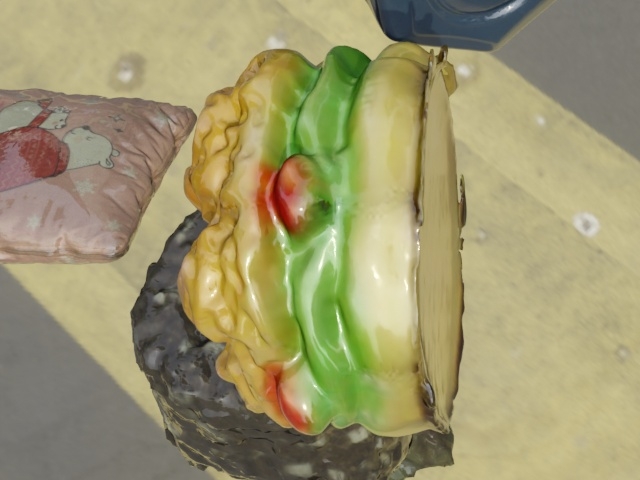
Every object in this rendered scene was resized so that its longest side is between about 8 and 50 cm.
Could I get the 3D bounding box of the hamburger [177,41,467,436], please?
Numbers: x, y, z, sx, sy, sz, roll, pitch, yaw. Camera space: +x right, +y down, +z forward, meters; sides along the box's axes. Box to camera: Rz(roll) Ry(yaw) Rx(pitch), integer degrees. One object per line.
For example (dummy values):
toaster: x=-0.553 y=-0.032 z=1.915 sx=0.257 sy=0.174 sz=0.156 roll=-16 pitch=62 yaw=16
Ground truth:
hamburger: x=0.000 y=0.000 z=0.909 sx=0.149 sy=0.237 sz=0.237 roll=1 pitch=73 yaw=10

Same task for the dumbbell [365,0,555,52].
dumbbell: x=0.058 y=-0.270 z=1.108 sx=0.144 sy=0.156 sz=0.316 roll=-20 pitch=47 yaw=-5

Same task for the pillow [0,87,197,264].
pillow: x=-0.242 y=-0.058 z=1.449 sx=0.223 sy=0.084 sz=0.236 roll=0 pitch=40 yaw=15

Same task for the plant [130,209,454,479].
plant: x=-0.010 y=0.107 z=1.327 sx=0.215 sy=0.312 sz=0.213 roll=12 pitch=68 yaw=25
